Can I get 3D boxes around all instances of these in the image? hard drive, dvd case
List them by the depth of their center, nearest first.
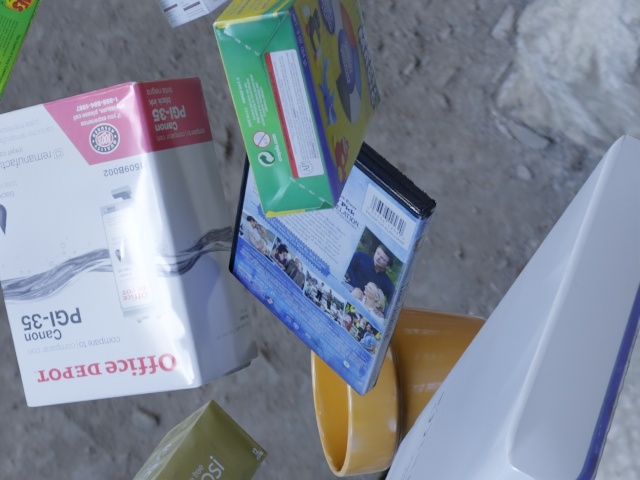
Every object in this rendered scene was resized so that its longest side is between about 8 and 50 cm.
[{"bbox_3d":[0.082,0.116,0.677,0.040,0.210,0.319,28,140,2],"label":"hard drive"},{"bbox_3d":[0.000,0.000,1.047,0.022,0.180,0.253,-34,154,-31],"label":"dvd case"}]

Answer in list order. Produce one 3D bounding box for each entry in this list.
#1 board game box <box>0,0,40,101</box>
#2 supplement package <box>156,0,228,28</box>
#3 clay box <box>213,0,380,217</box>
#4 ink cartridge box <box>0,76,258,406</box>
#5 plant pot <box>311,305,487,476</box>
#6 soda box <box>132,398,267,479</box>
[{"bbox_3d":[-0.383,-0.227,1.417,0.092,0.043,0.181,22,70,-14],"label":"board game box"},{"bbox_3d":[-0.091,-0.394,1.524,0.261,0.204,0.145,-35,104,-14],"label":"supplement package"},{"bbox_3d":[-0.006,-0.120,0.836,0.053,0.222,0.128,-7,115,16],"label":"clay box"},{"bbox_3d":[-0.195,0.004,1.196,0.207,0.117,0.283,-10,94,26],"label":"ink cartridge box"},{"bbox_3d":[0.101,0.158,1.435,0.187,0.205,0.205,-3,115,-11],"label":"plant pot"},{"bbox_3d":[-0.105,0.187,0.820,0.058,0.181,0.061,45,127,-8],"label":"soda box"}]
